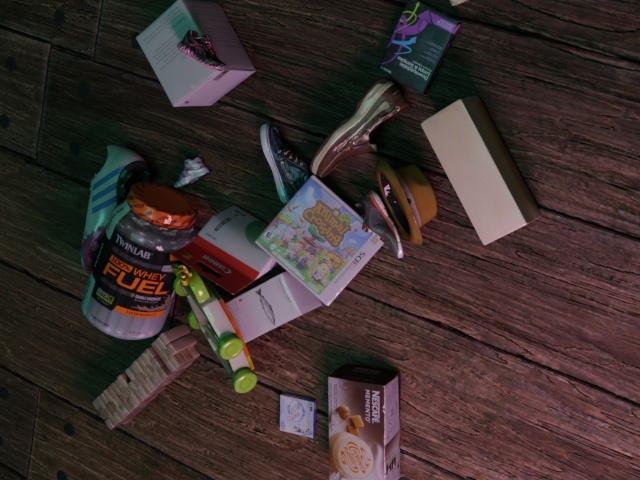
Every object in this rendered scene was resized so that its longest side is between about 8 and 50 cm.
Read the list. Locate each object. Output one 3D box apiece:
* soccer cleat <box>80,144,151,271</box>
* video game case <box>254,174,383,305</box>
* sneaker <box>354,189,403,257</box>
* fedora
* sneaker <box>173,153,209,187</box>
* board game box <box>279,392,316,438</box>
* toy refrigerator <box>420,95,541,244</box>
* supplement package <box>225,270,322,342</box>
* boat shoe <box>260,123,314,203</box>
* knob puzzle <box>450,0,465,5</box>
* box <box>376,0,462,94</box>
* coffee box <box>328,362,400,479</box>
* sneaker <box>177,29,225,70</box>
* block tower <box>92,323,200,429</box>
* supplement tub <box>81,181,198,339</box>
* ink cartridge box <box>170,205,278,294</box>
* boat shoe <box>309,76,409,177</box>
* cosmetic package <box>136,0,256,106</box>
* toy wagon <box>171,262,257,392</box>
[{"bbox_3d":[-0.518,-0.082,2.154,0.143,0.116,0.331,41,114,33],"label":"soccer cleat"},{"bbox_3d":[0.000,0.000,1.874,0.212,0.023,0.193,41,94,2],"label":"video game case"},{"bbox_3d":[0.122,-0.026,1.836,0.065,0.061,0.158,-27,74,2],"label":"sneaker"},{"bbox_3d":[0.182,-0.088,1.770,0.079,0.194,0.194,-26,87,-7],"label":"fedora"},{"bbox_3d":[-0.313,-0.169,2.061,0.098,0.038,0.069,-25,86,20],"label":"sneaker"},{"bbox_3d":[-0.052,0.408,2.044,0.090,0.020,0.090,7,104,26],"label":"board game box"},{"bbox_3d":[0.314,-0.139,1.707,0.102,0.094,0.270,-31,84,36],"label":"toy refrigerator"},{"bbox_3d":[-0.107,0.143,1.972,0.179,0.105,0.105,-29,85,29],"label":"supplement package"},{"bbox_3d":[-0.066,-0.176,1.918,0.083,0.065,0.183,-16,97,23],"label":"boat shoe"},{"bbox_3d":[0.304,-0.565,1.662,0.213,0.030,0.213,5,102,27],"label":"knob puzzle"},{"bbox_3d":[0.196,-0.389,1.754,0.116,0.029,0.162,32,114,19],"label":"box"},{"bbox_3d":[0.098,0.409,1.920,0.141,0.098,0.247,6,103,27],"label":"coffee box"},{"bbox_3d":[-0.239,-0.393,1.803,0.119,0.047,0.057,35,100,15],"label":"sneaker"},{"bbox_3d":[-0.439,0.348,2.193,0.335,0.097,0.091,-44,78,28],"label":"block tower"},{"bbox_3d":[-0.419,0.047,2.059,0.207,0.207,0.338,31,113,19],"label":"supplement tub"},{"bbox_3d":[-0.188,0.014,1.921,0.181,0.224,0.056,30,121,19],"label":"ink cartridge box"},{"bbox_3d":[0.082,-0.213,1.813,0.095,0.095,0.257,44,116,7],"label":"boat shoe"},{"bbox_3d":[-0.272,-0.409,1.923,0.151,0.151,0.184,-31,85,28],"label":"cosmetic package"},{"bbox_3d":[-0.243,0.175,1.954,0.267,0.068,0.344,45,158,44],"label":"toy wagon"}]
